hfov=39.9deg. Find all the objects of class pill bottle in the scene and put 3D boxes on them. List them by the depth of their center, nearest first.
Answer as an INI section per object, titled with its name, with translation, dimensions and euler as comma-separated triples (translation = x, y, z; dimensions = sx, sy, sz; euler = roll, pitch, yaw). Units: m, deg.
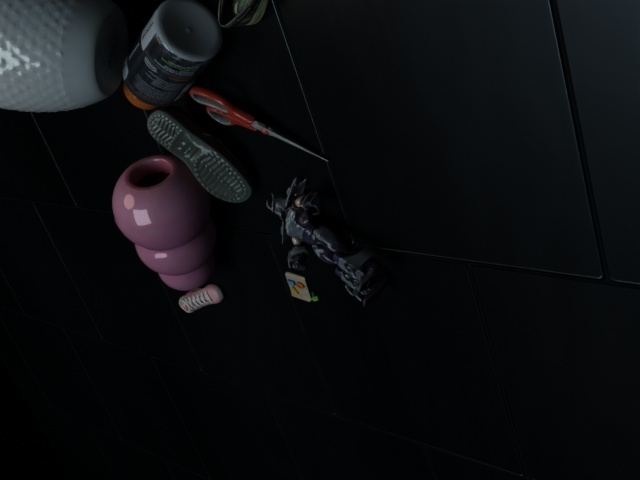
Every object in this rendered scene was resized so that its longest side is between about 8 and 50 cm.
[pill bottle]
translation = -0.285, -0.330, 1.622
dimensions = 0.130, 0.130, 0.246
euler = 53, 144, -4

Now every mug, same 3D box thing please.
[mug]
translation = -0.532, -0.423, 1.648
dimensions = 0.328, 0.374, 0.276
euler = 11, 173, 7

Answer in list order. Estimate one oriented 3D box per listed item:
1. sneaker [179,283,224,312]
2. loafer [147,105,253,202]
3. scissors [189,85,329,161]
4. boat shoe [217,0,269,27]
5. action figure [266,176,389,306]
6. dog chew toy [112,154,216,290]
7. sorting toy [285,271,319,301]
[sneaker]
translation = -0.289, 0.143, 2.107
dimensions = 0.134, 0.070, 0.051
euler = -9, 112, 50
[loafer]
translation = -0.224, -0.180, 1.744
dimensions = 0.251, 0.087, 0.094
euler = 45, 127, -15
[scissors]
translation = -0.119, -0.213, 1.606
dimensions = 0.297, 0.021, 0.109
euler = 26, 163, 31
[boat shoe]
translation = -0.113, -0.422, 1.400
dimensions = 0.080, 0.073, 0.223
euler = 43, 144, 10
[action figure]
translation = 0.000, 0.000, 1.641
dimensions = 0.285, 0.099, 0.185
euler = 38, 152, 23
[dog chew toy]
translation = -0.315, -0.021, 1.889
dimensions = 0.207, 0.206, 0.331
euler = 24, 145, 33
[sorting toy]
translation = -0.038, 0.101, 1.843
dimensions = 0.083, 0.012, 0.062
euler = 16, 132, 39
